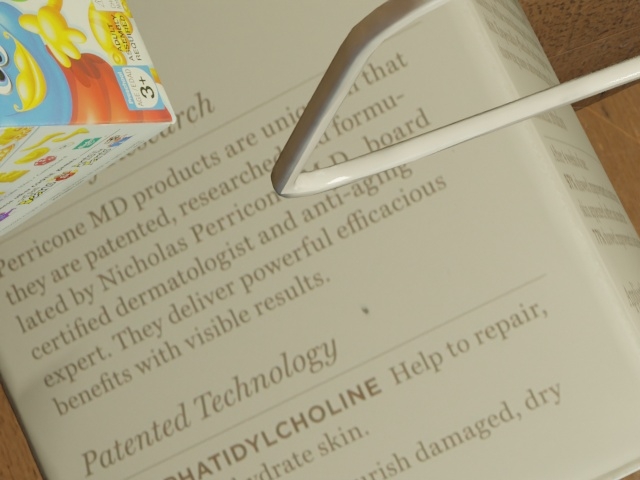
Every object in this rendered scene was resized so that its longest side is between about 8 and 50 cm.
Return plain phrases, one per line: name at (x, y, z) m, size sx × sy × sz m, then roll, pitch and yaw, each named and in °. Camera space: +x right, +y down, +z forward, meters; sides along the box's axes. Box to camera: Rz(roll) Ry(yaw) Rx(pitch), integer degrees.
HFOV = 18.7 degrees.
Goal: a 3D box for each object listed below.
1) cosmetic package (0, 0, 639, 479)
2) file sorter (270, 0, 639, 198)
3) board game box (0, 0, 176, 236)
cosmetic package at (0.000, 0.000, 1.158) m, size 0.327 × 0.393 × 0.329 m, roll -27°, pitch 172°, yaw 12°
file sorter at (0.029, -0.177, 0.533) m, size 0.173 × 0.277 × 0.193 m, roll -19°, pitch 171°, yaw -14°
board game box at (-0.219, -0.078, 0.833) m, size 0.144 × 0.142 × 0.275 m, roll -30°, pitch 168°, yaw 31°
